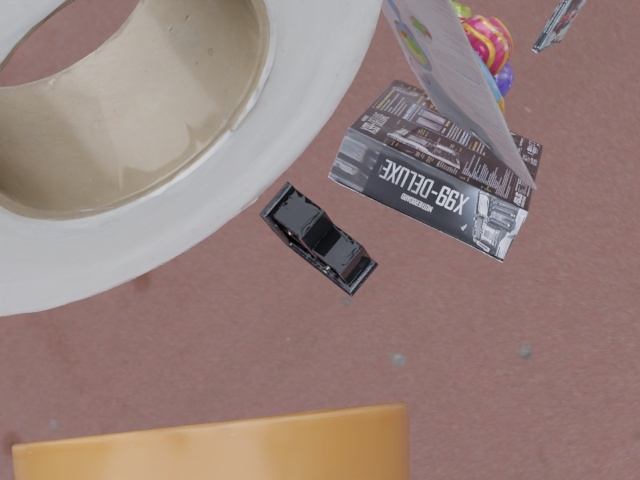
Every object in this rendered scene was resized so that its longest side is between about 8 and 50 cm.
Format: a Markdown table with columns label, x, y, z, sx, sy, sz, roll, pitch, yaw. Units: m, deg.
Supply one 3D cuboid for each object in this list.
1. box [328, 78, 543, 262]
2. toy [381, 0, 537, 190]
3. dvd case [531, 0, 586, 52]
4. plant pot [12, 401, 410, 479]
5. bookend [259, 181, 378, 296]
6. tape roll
| label | x | y | z | sx | sy | sz | roll | pitch | yaw |
| --- | --- | --- | --- | --- | --- | --- | --- | --- | --- |
| box | 0.166 | -0.107 | 1.346 | 0.242 | 0.307 | 0.076 | 25 | 115 | 5 |
| toy | 0.101 | -0.151 | 0.743 | 0.056 | 0.237 | 0.137 | -42 | 47 | 1 |
| dvd case | 0.363 | -0.336 | 1.482 | 0.013 | 0.087 | 0.119 | 42 | 129 | 16 |
| plant pot | -0.068 | 0.233 | 0.731 | 0.291 | 0.291 | 0.203 | -11 | 79 | 25 |
| bookend | 0.000 | 0.000 | 1.621 | 0.157 | 0.156 | 0.072 | 38 | 84 | 21 |
| tape roll | -0.109 | -0.093 | 0.461 | 0.286 | 0.286 | 0.100 | -46 | 65 | 14 |
